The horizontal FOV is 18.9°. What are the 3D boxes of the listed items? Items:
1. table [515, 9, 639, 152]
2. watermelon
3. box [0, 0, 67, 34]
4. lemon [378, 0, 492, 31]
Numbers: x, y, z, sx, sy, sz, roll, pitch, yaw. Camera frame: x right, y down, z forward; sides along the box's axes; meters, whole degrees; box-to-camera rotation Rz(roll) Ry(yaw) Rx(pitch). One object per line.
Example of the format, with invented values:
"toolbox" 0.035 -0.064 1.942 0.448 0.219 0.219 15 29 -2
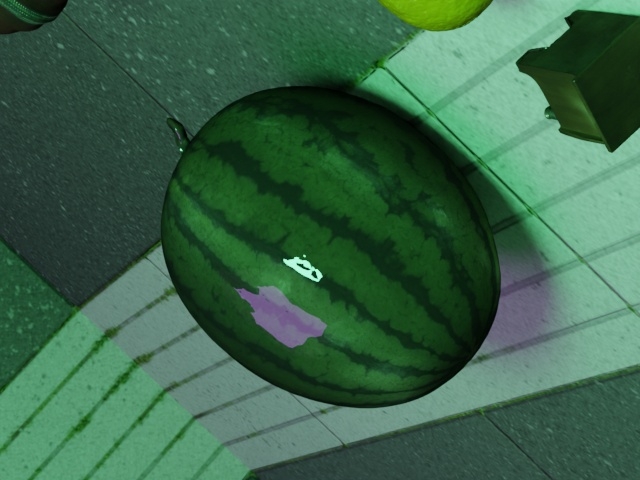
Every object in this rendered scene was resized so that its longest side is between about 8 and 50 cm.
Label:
"table" 0.210 -0.125 1.458 0.082 0.083 0.070 22 150 57
"watermelon" 0.000 0.000 1.814 0.359 0.279 0.279 33 158 18
"box" -0.354 -0.379 1.764 0.108 0.263 0.404 -25 124 19
"lemon" 0.084 -0.219 1.454 0.109 0.109 0.133 13 152 52
